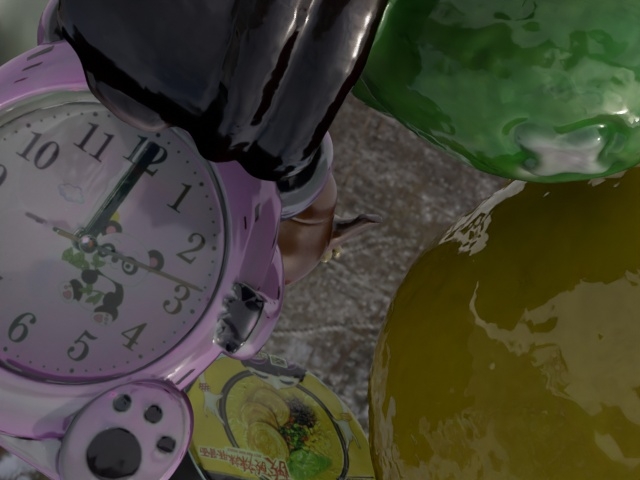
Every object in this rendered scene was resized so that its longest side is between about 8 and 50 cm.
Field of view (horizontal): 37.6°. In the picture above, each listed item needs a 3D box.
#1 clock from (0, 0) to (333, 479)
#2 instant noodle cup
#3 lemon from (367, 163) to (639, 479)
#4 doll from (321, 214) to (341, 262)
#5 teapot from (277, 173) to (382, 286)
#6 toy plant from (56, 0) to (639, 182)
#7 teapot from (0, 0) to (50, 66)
[{"bbox_3d":[-0.126,-0.004,0.524,0.227,0.248,0.090,34,169,-2],"label":"clock"},{"bbox_3d":[-0.091,0.250,0.883,0.215,0.236,0.215,29,-149,-19],"label":"instant noodle cup"},{"bbox_3d":[0.188,0.101,0.473,0.348,0.348,0.348,24,-167,-6],"label":"lemon"},{"bbox_3d":[0.005,-0.007,1.185,0.061,0.051,0.093,34,-169,-2],"label":"doll"},{"bbox_3d":[-0.040,-0.030,0.665,0.173,0.116,0.116,22,-167,-23],"label":"teapot"},{"bbox_3d":[0.020,-0.102,0.388,0.235,0.175,0.218,15,-170,-14],"label":"toy plant"},{"bbox_3d":[-0.219,-0.104,0.852,0.149,0.318,0.220,8,-148,13],"label":"teapot"}]
